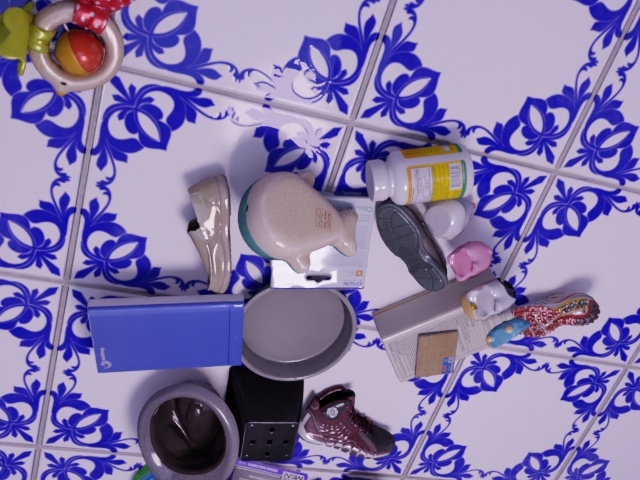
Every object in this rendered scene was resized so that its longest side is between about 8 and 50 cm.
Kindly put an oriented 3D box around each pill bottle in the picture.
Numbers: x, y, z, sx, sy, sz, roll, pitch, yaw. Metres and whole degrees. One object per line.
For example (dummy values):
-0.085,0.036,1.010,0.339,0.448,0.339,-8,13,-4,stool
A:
0.205,-0.136,1.498,0.208,0.117,0.117,-8,122,-7,pill bottle

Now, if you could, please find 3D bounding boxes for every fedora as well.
-0.309,0.451,1.721,0.244,0.124,0.275,-8,106,7,fedora

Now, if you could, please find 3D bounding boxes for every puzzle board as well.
0.274,0.269,1.686,0.096,0.011,0.128,-6,123,-9,puzzle board

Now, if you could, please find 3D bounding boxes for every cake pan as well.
-0.062,0.204,1.684,0.293,0.054,0.293,-5,121,-8,cake pan

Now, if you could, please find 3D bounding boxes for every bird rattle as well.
-0.435,-0.368,1.257,0.254,0.143,0.207,-29,134,-9,bird rattle

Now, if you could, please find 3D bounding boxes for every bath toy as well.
0.345,0.057,1.577,0.129,0.348,0.151,-21,174,-38,bath toy

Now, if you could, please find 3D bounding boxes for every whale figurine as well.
-0.047,-0.034,1.454,0.272,0.216,0.141,12,163,-37,whale figurine

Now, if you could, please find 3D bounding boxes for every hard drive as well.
-0.331,0.205,1.554,0.319,0.040,0.210,-1,132,-11,hard drive

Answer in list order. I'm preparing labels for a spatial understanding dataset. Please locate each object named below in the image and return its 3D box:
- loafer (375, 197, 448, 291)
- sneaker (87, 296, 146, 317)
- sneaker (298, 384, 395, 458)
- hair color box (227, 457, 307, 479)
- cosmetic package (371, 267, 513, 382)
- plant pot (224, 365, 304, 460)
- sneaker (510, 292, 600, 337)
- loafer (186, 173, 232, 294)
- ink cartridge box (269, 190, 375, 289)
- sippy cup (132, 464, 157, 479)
0.210,-0.001,1.616,0.096,0.084,0.267,-14,124,35,loafer
-0.419,0.160,1.585,0.186,0.069,0.083,12,109,-25,sneaker
0.089,0.464,1.843,0.281,0.106,0.162,15,113,-19,sneaker
-0.162,0.673,1.819,0.185,0.110,0.339,15,145,-7,hair color box
0.299,0.203,1.723,0.309,0.113,0.160,-22,122,1,cosmetic package
-0.133,0.432,1.740,0.188,0.167,0.188,4,118,-14,plant pot
0.576,0.182,1.783,0.225,0.093,0.088,-9,104,14,sneaker
-0.235,-0.011,1.501,0.092,0.102,0.268,-2,111,-9,loafer
0.000,0.000,1.568,0.223,0.045,0.224,1,113,-13,ink cartridge box
-0.373,0.716,1.827,0.240,0.224,0.305,-30,122,7,sippy cup
